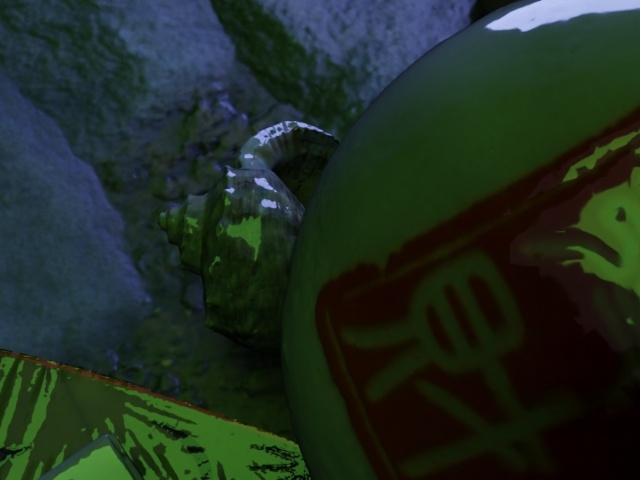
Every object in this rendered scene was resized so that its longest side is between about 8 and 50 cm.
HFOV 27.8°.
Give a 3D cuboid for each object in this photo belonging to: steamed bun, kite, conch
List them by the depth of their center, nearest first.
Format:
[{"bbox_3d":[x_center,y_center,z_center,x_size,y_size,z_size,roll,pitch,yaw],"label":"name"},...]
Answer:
[{"bbox_3d":[0.156,0.061,0.646,0.374,0.241,0.374,3,109,9],"label":"steamed bun"},{"bbox_3d":[-0.139,0.204,0.795,0.327,0.013,0.378,-25,67,-8],"label":"kite"},{"bbox_3d":[0.000,0.000,0.820,0.207,0.130,0.155,12,79,-8],"label":"conch"}]

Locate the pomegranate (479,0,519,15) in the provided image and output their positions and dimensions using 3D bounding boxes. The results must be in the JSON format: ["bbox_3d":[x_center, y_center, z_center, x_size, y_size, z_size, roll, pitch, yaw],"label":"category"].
[{"bbox_3d":[0.255,-0.198,0.811,0.319,0.319,0.319,-1,65,3],"label":"pomegranate"}]

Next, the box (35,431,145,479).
[{"bbox_3d":[-0.205,0.295,0.718,0.353,0.069,0.214,-33,69,-14],"label":"box"}]
